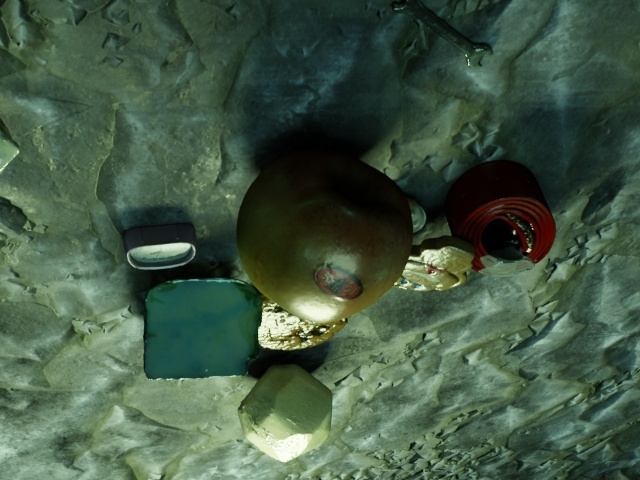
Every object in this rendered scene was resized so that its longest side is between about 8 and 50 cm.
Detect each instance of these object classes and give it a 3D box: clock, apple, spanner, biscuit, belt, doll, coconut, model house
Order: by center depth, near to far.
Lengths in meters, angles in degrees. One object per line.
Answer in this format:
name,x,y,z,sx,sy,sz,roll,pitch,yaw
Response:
spanner,0.217,-0.369,1.467,0.254,0.015,0.054,24,132,-39
apple,0.000,0.000,1.620,0.338,0.338,0.305,11,128,-29
clock,-0.339,0.020,1.778,0.152,0.050,0.110,-6,143,-10
doll,0.193,-0.046,1.830,0.073,0.084,0.127,-27,134,19
belt,0.403,-0.038,1.885,0.227,0.115,0.324,-19,142,12
biscuit,0.219,0.069,1.912,0.320,0.047,0.183,-13,141,36
model house,-0.280,0.195,1.952,0.261,0.226,0.241,0,179,-13
biscuit,-0.052,0.183,2.065,0.296,0.075,0.296,-9,143,-7
coconut,-0.085,0.476,2.276,0.247,0.245,0.245,39,128,-3

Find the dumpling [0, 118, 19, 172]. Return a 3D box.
dumpling,-0.618,-0.167,1.407,0.252,0.131,0.179,-19,129,44
